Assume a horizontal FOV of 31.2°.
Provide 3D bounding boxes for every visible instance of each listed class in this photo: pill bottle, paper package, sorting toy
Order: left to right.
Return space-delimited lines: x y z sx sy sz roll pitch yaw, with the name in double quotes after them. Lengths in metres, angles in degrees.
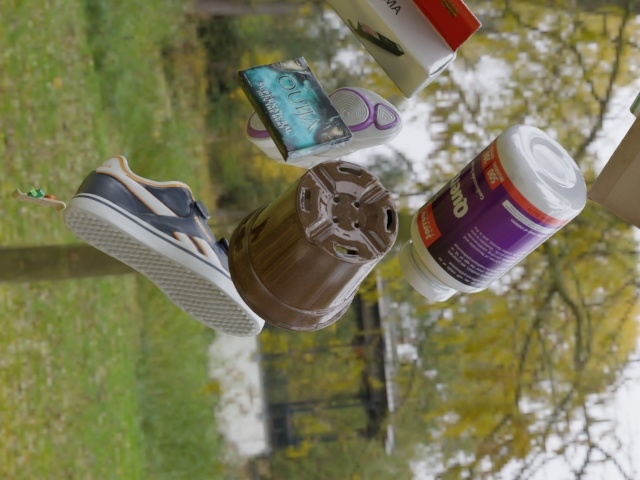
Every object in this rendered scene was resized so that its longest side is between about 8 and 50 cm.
-0.339 -0.052 1.388 0.083 0.062 0.012 169 -64 -68 "sorting toy"
0.278 -0.035 1.929 0.323 0.181 0.182 -44 -142 35 "pill bottle"
0.625 -0.169 1.943 0.325 0.168 0.309 -60 163 17 "paper package"

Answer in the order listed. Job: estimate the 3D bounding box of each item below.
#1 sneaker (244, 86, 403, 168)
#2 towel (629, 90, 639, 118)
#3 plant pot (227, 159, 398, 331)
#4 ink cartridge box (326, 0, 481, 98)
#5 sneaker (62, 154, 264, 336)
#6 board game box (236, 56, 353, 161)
0.019 -0.201 2.137 0.152 0.305 0.114 53 44 -51 "sneaker"
0.681 -0.253 2.233 0.152 0.023 0.113 49 -46 31 "towel"
0.000 0.000 1.311 0.165 0.166 0.167 136 -47 -55 "plant pot"
0.078 -0.337 1.530 0.275 0.060 0.239 51 -11 0 "ink cartridge box"
-0.191 0.003 1.588 0.126 0.321 0.127 -27 -149 49 "sneaker"
-0.043 -0.220 1.901 0.186 0.126 0.026 59 -29 25 "board game box"
